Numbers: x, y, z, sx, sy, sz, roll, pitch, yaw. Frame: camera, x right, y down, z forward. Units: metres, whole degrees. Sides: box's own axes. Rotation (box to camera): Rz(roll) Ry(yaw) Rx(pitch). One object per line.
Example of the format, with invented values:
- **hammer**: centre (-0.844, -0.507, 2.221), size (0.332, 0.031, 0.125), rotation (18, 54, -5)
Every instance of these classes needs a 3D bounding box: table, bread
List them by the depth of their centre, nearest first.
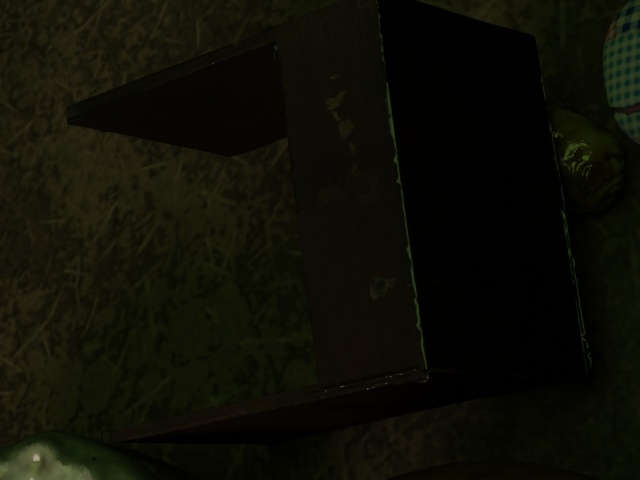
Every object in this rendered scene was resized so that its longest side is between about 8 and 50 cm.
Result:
- **table**: centre (0.000, 0.000, 1.163), size (0.282, 0.196, 0.251), rotation (-17, 76, 36)
- **bread**: centre (0.167, -0.062, 1.197), size (0.110, 0.060, 0.066), rotation (34, 108, 37)

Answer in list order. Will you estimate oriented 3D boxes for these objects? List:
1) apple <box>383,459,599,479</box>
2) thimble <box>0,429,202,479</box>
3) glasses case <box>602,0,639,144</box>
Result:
- **apple**: centre (0.089, 0.327, 0.928), size (0.400, 0.334, 0.400), rotation (-23, 28, 13)
- **thimble**: centre (-0.161, 0.288, 1.197), size (0.291, 0.195, 0.292), rotation (-8, 73, 28)
- **glasses case**: centre (0.339, -0.146, 1.105), size (0.327, 0.076, 0.125), rotation (-16, 62, 28)
